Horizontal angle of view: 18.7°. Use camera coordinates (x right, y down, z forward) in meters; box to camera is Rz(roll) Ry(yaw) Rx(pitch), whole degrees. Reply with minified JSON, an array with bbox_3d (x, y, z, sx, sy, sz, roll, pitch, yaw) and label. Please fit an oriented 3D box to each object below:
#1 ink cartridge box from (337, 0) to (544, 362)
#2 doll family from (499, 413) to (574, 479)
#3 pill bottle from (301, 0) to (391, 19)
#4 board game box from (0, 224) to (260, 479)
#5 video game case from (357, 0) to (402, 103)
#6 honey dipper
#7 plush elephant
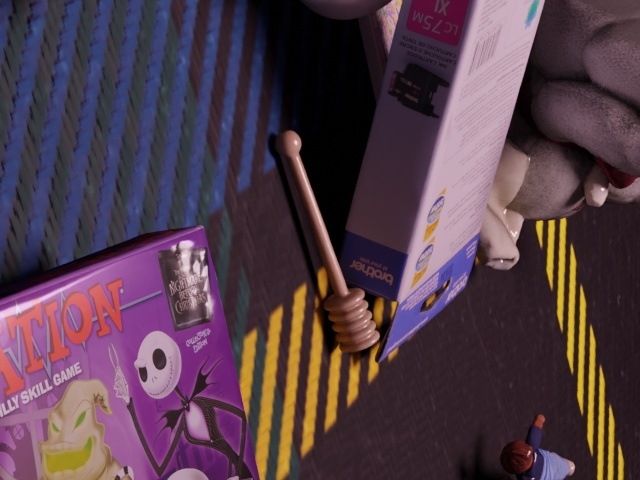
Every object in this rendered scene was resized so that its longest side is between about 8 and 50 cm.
[{"bbox_3d":[0.089,-0.083,1.388,0.186,0.065,0.311,-37,143,-60],"label":"ink cartridge box"},{"bbox_3d":[0.160,0.236,1.533,0.111,0.076,0.193,28,52,-54],"label":"doll family"},{"bbox_3d":[-0.024,-0.229,1.230,0.221,0.121,0.121,36,51,-57],"label":"pill bottle"},{"bbox_3d":[-0.147,0.131,0.909,0.347,0.056,0.208,-24,100,-55],"label":"board game box"},{"bbox_3d":[0.061,-0.158,1.509,0.122,0.011,0.087,-31,110,-63],"label":"video game case"},{"bbox_3d":[0.000,0.000,1.323,0.030,0.030,0.160,-48,121,-58],"label":"honey dipper"},{"bbox_3d":[0.229,-0.101,1.583,0.272,0.330,0.255,-63,164,-46],"label":"plush elephant"}]
